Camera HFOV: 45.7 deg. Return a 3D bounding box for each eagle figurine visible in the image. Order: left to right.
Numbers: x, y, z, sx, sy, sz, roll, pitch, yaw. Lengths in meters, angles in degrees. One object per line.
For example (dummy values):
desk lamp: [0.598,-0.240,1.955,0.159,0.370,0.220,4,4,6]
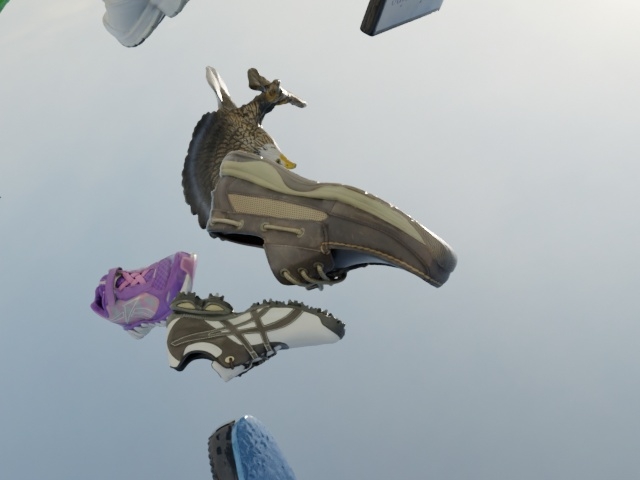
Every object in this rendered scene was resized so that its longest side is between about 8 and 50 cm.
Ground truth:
eagle figurine: [-0.144,-0.154,1.378,0.298,0.226,0.225,-60,-145,5]

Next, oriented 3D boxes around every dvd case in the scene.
dvd case: [0.136,-0.361,0.854,0.022,0.253,0.180,36,-139,16]

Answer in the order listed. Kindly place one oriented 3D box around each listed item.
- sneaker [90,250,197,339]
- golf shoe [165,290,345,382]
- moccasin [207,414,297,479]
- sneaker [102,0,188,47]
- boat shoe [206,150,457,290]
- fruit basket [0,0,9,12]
sneaker: [-0.259,0.072,1.086,0.236,0.104,0.095,-31,-141,48]
golf shoe: [-0.072,0.112,0.822,0.198,0.077,0.094,2,-114,10]
moccasin: [-0.071,0.371,0.836,0.116,0.342,0.137,-22,170,23]
sneaker: [-0.263,-0.372,1.088,0.297,0.129,0.111,-9,-128,59]
boat shoe: [0.000,0.000,0.902,0.355,0.132,0.130,22,-93,41]
fruit basket: [-0.341,-0.134,0.422,0.282,0.392,0.392,11,-162,-34]
